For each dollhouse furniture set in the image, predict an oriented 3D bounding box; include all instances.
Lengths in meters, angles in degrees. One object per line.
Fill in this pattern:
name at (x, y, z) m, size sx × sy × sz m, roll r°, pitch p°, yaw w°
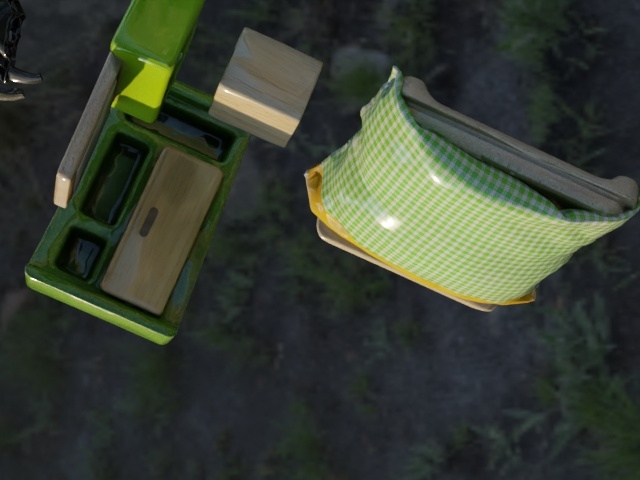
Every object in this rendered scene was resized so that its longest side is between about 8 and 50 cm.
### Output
dollhouse furniture set at (0.000, 0.000, 0.848) m, size 0.197 × 0.301 × 0.151 m, roll 131°, pitch 162°, yaw -71°

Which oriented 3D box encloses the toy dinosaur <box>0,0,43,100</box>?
toy dinosaur at (-0.335, -0.137, 1.087) m, size 0.164 × 0.218 × 0.322 m, roll -103°, pitch -9°, yaw -51°
